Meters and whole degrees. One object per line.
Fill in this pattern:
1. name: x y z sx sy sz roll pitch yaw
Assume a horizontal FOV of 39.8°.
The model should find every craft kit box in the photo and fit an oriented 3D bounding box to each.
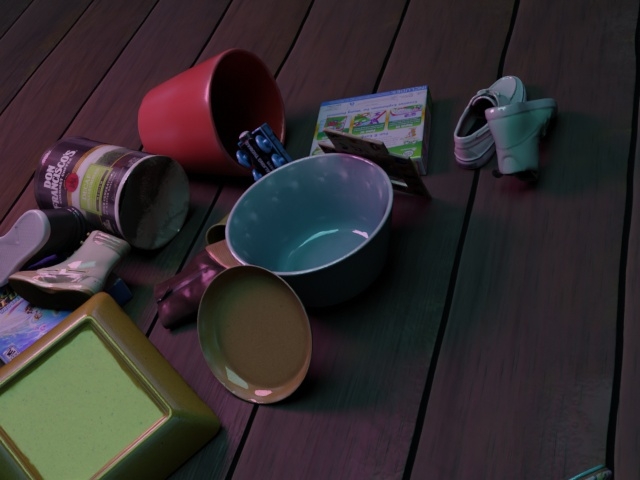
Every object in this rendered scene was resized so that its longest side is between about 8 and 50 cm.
1. craft kit box: 0.108 -0.221 1.883 0.250 0.061 0.246 -6 41 18

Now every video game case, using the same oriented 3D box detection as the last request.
1. video game case: -0.556 0.132 1.799 0.269 0.061 0.244 -42 44 -20

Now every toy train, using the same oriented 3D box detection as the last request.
1. toy train: -0.097 -0.152 1.817 0.080 0.184 0.105 -35 9 22

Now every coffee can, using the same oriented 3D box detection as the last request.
1. coffee can: -0.445 -0.105 1.894 0.275 0.201 0.201 14 53 35

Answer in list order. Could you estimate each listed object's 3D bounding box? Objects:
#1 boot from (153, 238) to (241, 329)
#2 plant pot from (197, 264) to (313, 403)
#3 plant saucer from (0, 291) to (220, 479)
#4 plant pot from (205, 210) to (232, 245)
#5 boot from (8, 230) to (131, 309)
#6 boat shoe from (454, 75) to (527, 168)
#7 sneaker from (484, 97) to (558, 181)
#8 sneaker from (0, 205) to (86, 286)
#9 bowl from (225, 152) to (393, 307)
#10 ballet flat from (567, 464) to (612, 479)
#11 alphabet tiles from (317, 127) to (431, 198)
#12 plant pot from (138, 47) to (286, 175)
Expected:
1. boot: -0.204 0.116 1.663 0.207 0.090 0.248 -33 42 6
2. plant pot: -0.106 0.155 1.484 0.236 0.236 0.032 8 12 30
3. plant saucer: -0.390 0.282 1.433 0.333 0.081 0.333 -40 73 -18
4. plant pot: -0.178 -0.019 1.786 0.083 0.083 0.079 -5 31 20
5. boot: -0.495 0.053 1.752 0.213 0.077 0.165 4 46 25
6. boat shoe: 0.339 -0.262 1.795 0.096 0.088 0.267 16 54 36
7. sneaker: 0.393 -0.191 1.703 0.094 0.151 0.256 -6 8 36
8. sneaker: -0.595 0.018 1.830 0.296 0.104 0.147 -30 -11 34
9. bowl: 0.000 0.000 1.612 0.312 0.163 0.311 -13 43 12
10. ballet flat: 0.290 0.371 1.165 0.222 0.077 0.079 -24 59 6
11. alphabet tiles: 0.093 -0.147 1.659 0.198 0.237 0.009 17 77 24
12. plant pot: -0.248 -0.265 1.950 0.243 0.275 0.275 -6 43 34
